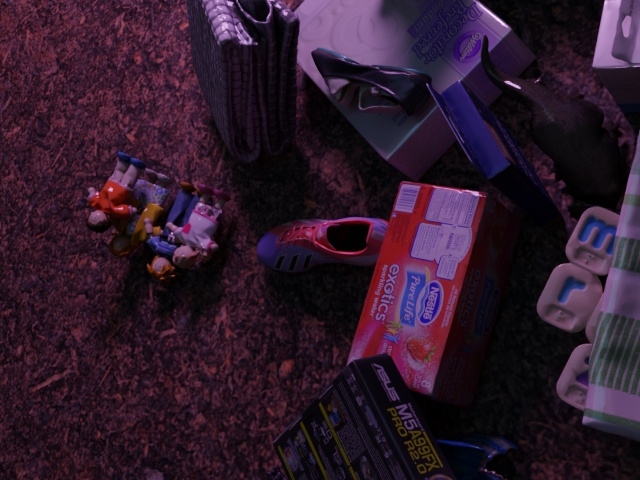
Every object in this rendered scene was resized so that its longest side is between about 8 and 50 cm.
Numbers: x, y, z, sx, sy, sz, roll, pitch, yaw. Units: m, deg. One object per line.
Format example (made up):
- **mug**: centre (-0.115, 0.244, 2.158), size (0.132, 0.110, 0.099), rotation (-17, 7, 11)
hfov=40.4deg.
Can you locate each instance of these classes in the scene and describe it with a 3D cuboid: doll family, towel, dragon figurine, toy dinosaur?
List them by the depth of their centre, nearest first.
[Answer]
- **towel**: centre (0.417, 0.064, 0.884), size (0.248, 0.038, 0.324), rotation (13, 87, 17)
- **toy dinosaur**: centre (0.295, -0.114, 1.005), size (0.121, 0.313, 0.160), rotation (-25, 22, 14)
- **dragon figurine**: centre (0.176, 0.270, 1.013), size (0.289, 0.085, 0.143), rotation (-10, 76, 40)
- **towel**: centre (-0.121, -0.291, 1.321), size (0.121, 0.283, 0.235), rotation (-16, 56, -13)
- **doll family**: centre (-0.261, -0.022, 1.429), size (0.263, 0.118, 0.163), rotation (21, 79, 20)

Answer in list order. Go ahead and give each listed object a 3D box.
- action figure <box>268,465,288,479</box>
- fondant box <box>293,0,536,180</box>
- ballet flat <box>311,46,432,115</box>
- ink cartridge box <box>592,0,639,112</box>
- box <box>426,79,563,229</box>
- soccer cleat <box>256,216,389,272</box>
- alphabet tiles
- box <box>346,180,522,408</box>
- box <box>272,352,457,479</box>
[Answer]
- **action figure**: centre (-0.118, 0.428, 1.134), size (0.164, 0.141, 0.275), rotation (43, 98, 25)
- **fondant box**: centre (0.110, -0.282, 1.262), size (0.238, 0.096, 0.330), rotation (-46, 55, 12)
- **ballet flat**: centre (0.056, -0.210, 1.173), size (0.203, 0.074, 0.074), rotation (22, 87, 36)
- **ink cartridge box**: centre (0.385, -0.221, 1.020), size (0.090, 0.143, 0.092), rotation (4, 76, 36)
- **box**: centre (0.213, -0.106, 1.044), size (0.037, 0.225, 0.136), rotation (-35, 57, 20)
- **soccer cleat**: centre (0.000, 0.000, 1.234), size (0.248, 0.095, 0.083), rotation (0, 73, 34)
- **alphabet tiles**: centre (0.386, 0.081, 0.922), size (0.284, 0.021, 0.277), rotation (26, 91, 15)
- **box**: centre (0.145, 0.068, 1.092), size (0.128, 0.123, 0.256), rotation (11, 80, 37)
- **box**: centre (0.064, 0.299, 1.003), size (0.216, 0.060, 0.270), rotation (-53, 54, 41)
